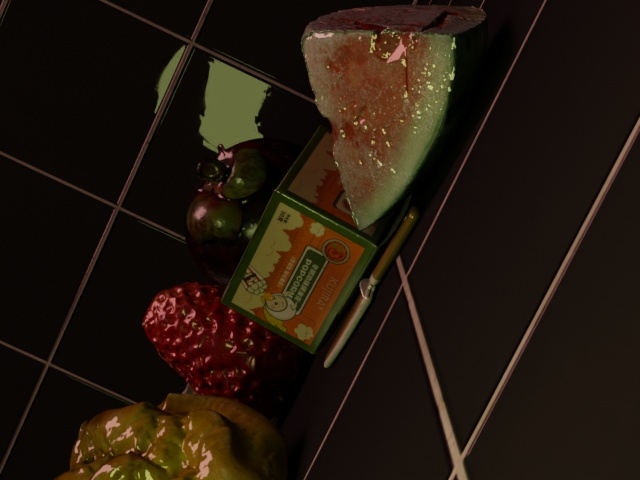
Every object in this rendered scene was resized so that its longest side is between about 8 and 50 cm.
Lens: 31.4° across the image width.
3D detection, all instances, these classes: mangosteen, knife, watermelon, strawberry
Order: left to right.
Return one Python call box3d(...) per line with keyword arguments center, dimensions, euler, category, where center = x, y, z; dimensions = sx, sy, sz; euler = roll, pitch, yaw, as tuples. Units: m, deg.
box3d(center=(-0.142, 0.151, 1.677), dimensions=(0.205, 0.244, 0.205), euler=(-64, 2, 4), category="strawberry")
box3d(center=(-0.134, -0.058, 2.124), dimensions=(0.306, 0.359, 0.306), euler=(-29, 47, 36), category="mangosteen")
box3d(center=(0.053, 0.058, 1.312), dimensions=(0.046, 0.022, 0.256), euler=(-76, 11, -51), category="knife")
box3d(center=(0.064, -0.165, 1.275), dimensions=(0.261, 0.201, 0.213), euler=(-67, -6, 28), category="watermelon")

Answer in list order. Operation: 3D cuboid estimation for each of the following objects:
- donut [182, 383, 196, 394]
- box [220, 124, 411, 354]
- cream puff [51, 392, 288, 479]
box3d(center=(-0.209, 0.356, 2.022), dimensions=(0.382, 0.142, 0.382), euler=(-154, 90, -87), category="donut")
box3d(center=(0.000, 0.000, 1.408), dimensions=(0.195, 0.148, 0.177), euler=(-61, 0, 36), category="box")
box3d(center=(-0.193, 0.319, 1.302), dimensions=(0.291, 0.257, 0.324), euler=(114, 178, -56), category="cream puff")
